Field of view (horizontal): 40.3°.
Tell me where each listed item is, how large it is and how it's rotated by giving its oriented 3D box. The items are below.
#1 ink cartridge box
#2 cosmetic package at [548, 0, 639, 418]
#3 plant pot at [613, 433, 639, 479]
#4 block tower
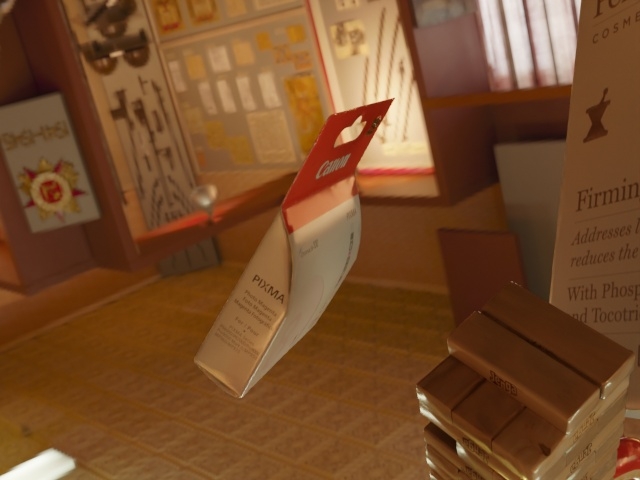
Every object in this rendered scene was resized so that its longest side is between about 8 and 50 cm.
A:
[{"bbox_3d":[0.000,0.000,0.728,0.232,0.066,0.189,-55,172,22],"label":"ink cartridge box"},{"bbox_3d":[0.414,-0.037,0.674,0.328,0.393,0.329,13,168,-21],"label":"cosmetic package"},{"bbox_3d":[0.241,0.235,0.928,0.191,0.191,0.174,-22,-139,-27],"label":"plant pot"},{"bbox_3d":[0.140,0.182,0.608,0.091,0.335,0.097,-36,-132,-22],"label":"block tower"}]
